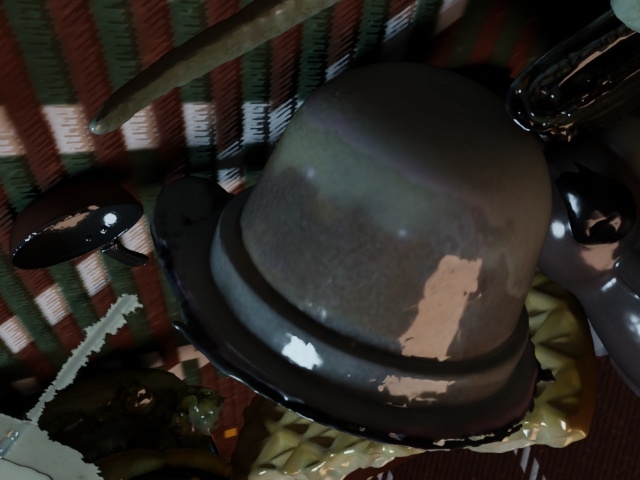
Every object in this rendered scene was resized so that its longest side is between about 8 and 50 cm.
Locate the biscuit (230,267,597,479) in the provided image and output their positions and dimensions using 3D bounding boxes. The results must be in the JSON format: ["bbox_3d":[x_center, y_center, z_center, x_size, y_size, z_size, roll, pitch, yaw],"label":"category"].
[{"bbox_3d":[0.065,0.082,1.077,0.309,0.204,0.040,-16,135,36],"label":"biscuit"}]

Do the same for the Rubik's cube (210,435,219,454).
[{"bbox_3d":[-0.181,0.325,1.629,0.154,0.151,0.155,-17,166,-26],"label":"Rubik's cube"}]

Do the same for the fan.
[{"bbox_3d":[-0.201,0.130,0.958,0.190,0.009,0.329,24,128,-22],"label":"fan"}]

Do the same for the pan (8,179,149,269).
[{"bbox_3d":[-0.114,-0.006,0.727,0.068,0.023,0.115,-28,164,8],"label":"pan"}]

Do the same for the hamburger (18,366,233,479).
[{"bbox_3d":[-0.145,0.155,1.093,0.185,0.131,0.159,-30,151,22],"label":"hamburger"}]

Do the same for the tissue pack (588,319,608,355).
[{"bbox_3d":[0.489,-0.014,1.590,0.394,0.124,0.288,-16,164,-35],"label":"tissue pack"}]

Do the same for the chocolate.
[{"bbox_3d":[0.033,-0.015,0.718,0.221,0.221,0.147,-11,125,-47],"label":"chocolate"}]

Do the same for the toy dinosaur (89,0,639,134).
[{"bbox_3d":[0.094,-0.131,0.477,0.393,0.092,0.205,-19,167,-21],"label":"toy dinosaur"}]

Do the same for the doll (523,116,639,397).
[{"bbox_3d":[0.214,0.018,0.952,0.117,0.257,0.182,-36,-175,2],"label":"doll"}]

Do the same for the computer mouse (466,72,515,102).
[{"bbox_3d":[0.075,-0.040,0.864,0.106,0.062,0.192,-23,166,-7],"label":"computer mouse"}]

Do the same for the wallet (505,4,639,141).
[{"bbox_3d":[0.186,-0.109,0.741,0.169,0.044,0.317,-33,175,16],"label":"wallet"}]

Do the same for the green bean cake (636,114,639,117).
[{"bbox_3d":[0.339,-0.082,1.056,0.227,0.125,0.222,-16,162,-41],"label":"green bean cake"}]
